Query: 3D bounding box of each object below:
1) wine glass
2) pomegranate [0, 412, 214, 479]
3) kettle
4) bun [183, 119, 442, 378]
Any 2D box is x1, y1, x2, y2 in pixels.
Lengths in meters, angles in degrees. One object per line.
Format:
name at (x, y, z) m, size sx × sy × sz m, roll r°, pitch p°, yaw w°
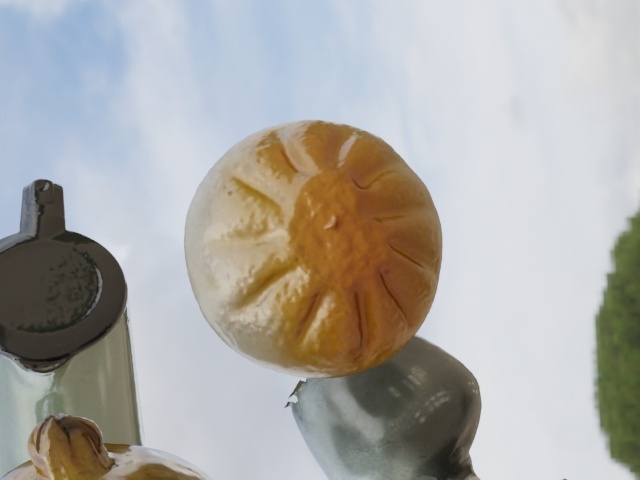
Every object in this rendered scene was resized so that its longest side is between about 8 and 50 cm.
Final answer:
wine glass at (0.127, 0.265, 1.819) m, size 0.238 × 0.323 × 0.238 m, roll -41°, pitch -21°, yaw -19°
pomegranate at (-0.237, 0.375, 1.612) m, size 0.410 × 0.410 × 0.410 m, roll -4°, pitch -90°, yaw -70°
kettle at (-0.375, 0.139, 2.067) m, size 0.377 × 0.250 × 0.361 m, roll 96°, pitch 172°, yaw -49°
bun at (0.000, 0.000, 1.626) m, size 0.165 × 0.298 × 0.299 m, roll 141°, pitch 130°, yaw -73°
